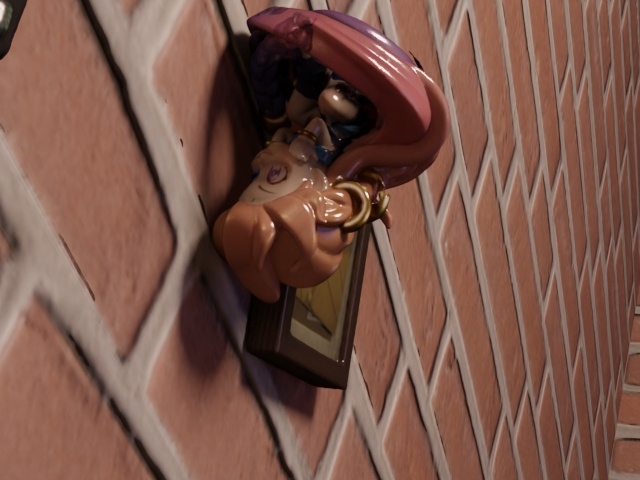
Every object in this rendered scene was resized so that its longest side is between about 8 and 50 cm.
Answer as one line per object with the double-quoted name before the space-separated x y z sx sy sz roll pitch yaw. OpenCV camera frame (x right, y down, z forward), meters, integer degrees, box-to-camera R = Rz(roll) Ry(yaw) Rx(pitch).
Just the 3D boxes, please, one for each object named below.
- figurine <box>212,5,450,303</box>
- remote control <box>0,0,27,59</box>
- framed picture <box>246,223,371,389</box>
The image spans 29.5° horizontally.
"figurine" 0.005 -0.041 0.644 0.114 0.126 0.157 16 76 -38
"remote control" -0.144 -0.150 0.347 0.245 0.025 0.063 65 34 -51
"framed picture" 0.000 0.000 0.761 0.128 0.023 0.168 41 56 -65
